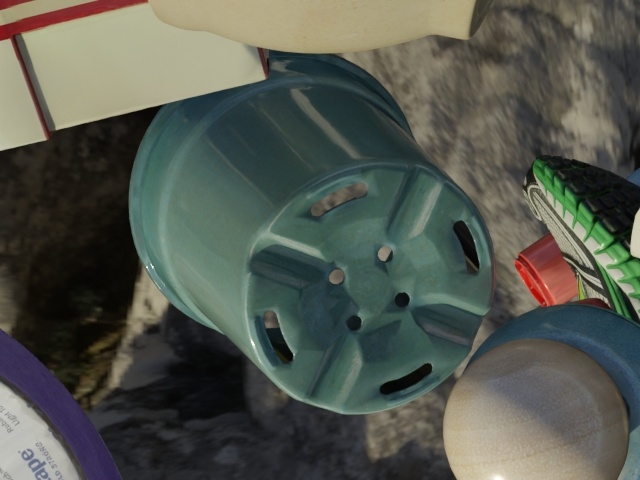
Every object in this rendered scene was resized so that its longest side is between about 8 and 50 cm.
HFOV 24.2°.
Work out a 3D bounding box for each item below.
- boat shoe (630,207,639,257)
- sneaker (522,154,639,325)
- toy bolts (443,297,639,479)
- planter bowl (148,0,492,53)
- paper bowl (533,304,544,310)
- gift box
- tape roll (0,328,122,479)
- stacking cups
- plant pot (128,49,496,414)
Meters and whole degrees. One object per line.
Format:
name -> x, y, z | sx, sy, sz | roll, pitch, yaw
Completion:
boat shoe -> 0.266, -0.045, 1.026 | 0.079, 0.233, 0.084 | 28, 70, 21
sneaker -> 0.245, 0.068, 1.201 | 0.146, 0.134, 0.344 | -49, 48, 31
toy bolts -> 0.057, 0.133, 0.529 | 0.218, 0.158, 0.228 | 44, 101, 21
planter bowl -> 0.021, -0.134, 0.523 | 0.109, 0.162, 0.162 | 22, 90, 8
paper bowl -> 0.334, 0.167, 1.582 | 0.284, 0.284, 0.148 | 38, 85, 12
gift box -> -0.188, -0.233, 1.196 | 0.258, 0.276, 0.255 | -13, 113, 4
tape roll -> -0.230, 0.174, 0.925 | 0.090, 0.275, 0.275 | -33, 80, 18
stacking cups -> 0.330, -0.043, 1.425 | 0.316, 0.096, 0.096 | -32, 80, 0
plant pot -> 0.000, 0.000, 1.526 | 0.341, 0.334, 0.341 | -6, 110, -16
